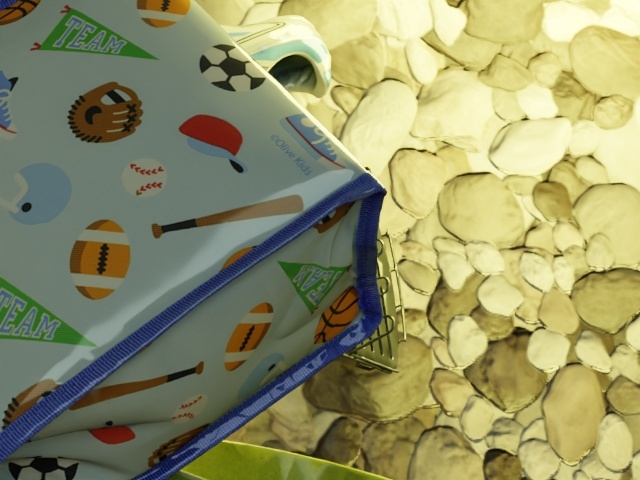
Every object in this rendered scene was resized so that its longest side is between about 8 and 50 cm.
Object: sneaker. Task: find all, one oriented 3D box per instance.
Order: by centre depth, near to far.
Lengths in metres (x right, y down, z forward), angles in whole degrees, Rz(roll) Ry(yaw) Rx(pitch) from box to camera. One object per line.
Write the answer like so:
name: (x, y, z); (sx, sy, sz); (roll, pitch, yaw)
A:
sneaker: (-0.099, -0.153, 1.482); (0.237, 0.085, 0.086); (-12, 57, -22)

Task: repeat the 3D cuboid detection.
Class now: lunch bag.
lunch bag: (-0.198, 0.019, 1.141); (0.385, 0.239, 0.328); (-35, 60, -20)

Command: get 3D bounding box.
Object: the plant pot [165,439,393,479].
plant pot: (-0.039, 0.329, 1.255); (0.275, 0.275, 0.293); (14, 90, -13)

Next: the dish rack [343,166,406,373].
dish rack: (0.000, 0.000, 1.396); (0.271, 0.074, 0.208); (26, 49, -47)
